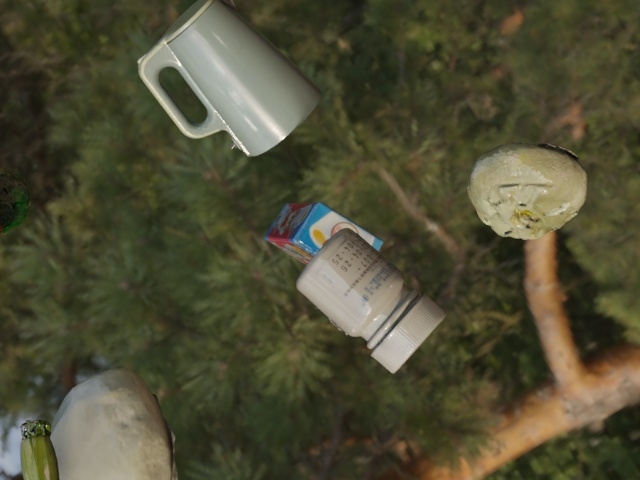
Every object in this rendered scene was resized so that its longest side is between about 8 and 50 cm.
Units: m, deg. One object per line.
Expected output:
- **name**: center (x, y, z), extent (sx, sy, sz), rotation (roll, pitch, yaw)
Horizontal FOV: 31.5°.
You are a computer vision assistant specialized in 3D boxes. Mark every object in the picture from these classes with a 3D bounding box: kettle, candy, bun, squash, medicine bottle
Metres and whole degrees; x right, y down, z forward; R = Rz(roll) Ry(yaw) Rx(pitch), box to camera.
- **kettle**: center (-0.156, -0.257, 1.834), extent (0.243, 0.210, 0.160), rotation (45, -175, -19)
- **candy**: center (-0.487, 0.515, 2.564), extent (0.186, 0.386, 0.427), rotation (11, -151, -45)
- **bun**: center (0.402, -0.088, 2.225), extent (0.239, 0.239, 0.141), rotation (54, -140, -46)
- **candy**: center (0.001, -0.001, 2.285), extent (0.157, 0.100, 0.306), rotation (33, 175, -12)
- **squash**: center (-0.374, 0.332, 1.529), extent (0.052, 0.052, 0.183), rotation (39, -143, -78)
- **medicine bottle**: center (0.061, 0.072, 1.400), extent (0.168, 0.105, 0.105), rotation (42, -178, 7)

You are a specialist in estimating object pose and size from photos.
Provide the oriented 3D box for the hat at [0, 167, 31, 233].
- **hat**: center (-0.666, -0.045, 2.076), extent (0.285, 0.285, 0.400), rotation (57, -136, -11)
